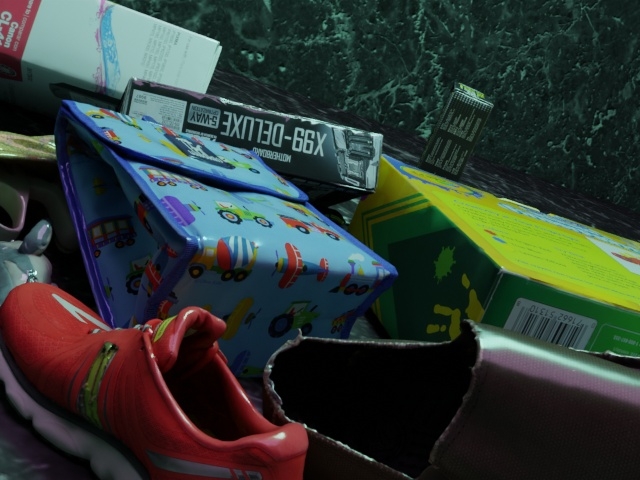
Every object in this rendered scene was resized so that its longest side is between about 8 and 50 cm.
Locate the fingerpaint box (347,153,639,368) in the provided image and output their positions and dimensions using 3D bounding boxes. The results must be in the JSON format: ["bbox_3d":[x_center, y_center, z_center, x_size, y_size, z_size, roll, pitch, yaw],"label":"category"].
[{"bbox_3d":[0.284,0.085,1.046,0.445,0.163,0.371,16,17,-21],"label":"fingerpaint box"}]

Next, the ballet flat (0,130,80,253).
[{"bbox_3d":[-0.276,-0.044,0.843,0.348,0.123,0.123,8,20,-44],"label":"ballet flat"}]

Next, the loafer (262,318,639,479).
[{"bbox_3d":[0.116,0.120,0.514,0.366,0.134,0.130,-3,-39,24],"label":"loafer"}]

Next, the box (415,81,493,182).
[{"bbox_3d":[0.163,-0.091,1.280,0.060,0.270,0.216,24,16,4],"label":"box"}]

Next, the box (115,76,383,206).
[{"bbox_3d":[-0.108,-0.111,1.117,0.307,0.076,0.242,11,-7,-18],"label":"box"}]

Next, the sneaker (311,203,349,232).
[{"bbox_3d":[0.000,0.000,1.105,0.067,0.078,0.188,17,16,-14],"label":"sneaker"}]

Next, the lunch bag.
[{"bbox_3d":[-0.110,-0.020,0.810,0.221,0.138,0.293,9,32,-41],"label":"lunch bag"}]

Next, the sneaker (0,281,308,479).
[{"bbox_3d":[-0.108,0.088,0.571,0.279,0.118,0.107,32,17,32],"label":"sneaker"}]

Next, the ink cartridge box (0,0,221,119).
[{"bbox_3d":[-0.317,-0.242,1.252,0.306,0.131,0.226,20,-14,-12],"label":"ink cartridge box"}]

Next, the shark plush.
[{"bbox_3d":[-0.250,0.050,0.695,0.067,0.073,0.161,0,39,-6],"label":"shark plush"}]
